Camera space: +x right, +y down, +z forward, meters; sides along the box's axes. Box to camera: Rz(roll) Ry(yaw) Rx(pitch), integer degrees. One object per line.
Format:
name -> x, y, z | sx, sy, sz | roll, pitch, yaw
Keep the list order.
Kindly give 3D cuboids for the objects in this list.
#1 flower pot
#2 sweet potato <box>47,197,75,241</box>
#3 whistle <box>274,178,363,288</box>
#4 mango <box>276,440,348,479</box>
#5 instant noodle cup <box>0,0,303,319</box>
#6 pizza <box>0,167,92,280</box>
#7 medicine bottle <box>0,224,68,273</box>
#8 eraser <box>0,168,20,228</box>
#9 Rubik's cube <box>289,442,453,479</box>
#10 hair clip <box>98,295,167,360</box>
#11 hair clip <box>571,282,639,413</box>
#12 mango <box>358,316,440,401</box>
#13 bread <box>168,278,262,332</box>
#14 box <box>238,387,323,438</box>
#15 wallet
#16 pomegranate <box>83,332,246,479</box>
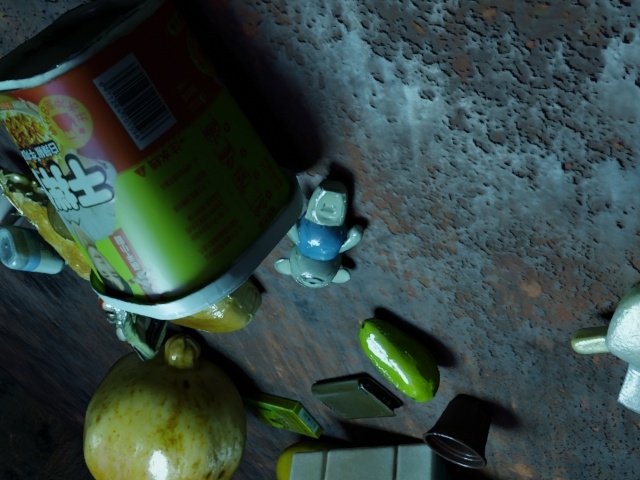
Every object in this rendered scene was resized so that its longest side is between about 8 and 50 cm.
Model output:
flower pot -> 0.238, 0.312, 1.270 | 0.111, 0.089, 0.111 | 23, 151, 14
sweet potato -> -0.343, -0.093, 1.174 | 0.130, 0.131, 0.422 | 36, 150, -7
whistle -> 0.000, 0.000, 1.038 | 0.113, 0.077, 0.236 | 11, 147, -2
mango -> 0.004, 0.560, 1.837 | 0.175, 0.139, 0.254 | 40, 145, -28
instant noodle cup -> -0.210, -0.111, 0.901 | 0.293, 0.294, 0.308 | 5, 134, 40
pizza -> -0.478, -0.050, 1.434 | 0.287, 0.075, 0.280 | 43, 146, -15
medicine bottle -> -0.560, 0.022, 1.543 | 0.053, 0.090, 0.208 | -28, 164, 17
eraser -> -0.730, -0.070, 1.564 | 0.331, 0.150, 0.331 | 22, 149, 14
Rubik's cube -> 0.118, 0.631, 1.561 | 0.318, 0.316, 0.322 | -8, 135, 19
hair clip -> -0.375, 0.135, 1.517 | 0.091, 0.138, 0.321 | 10, 154, 3
hair clip -> 0.372, 0.121, 0.877 | 0.159, 0.071, 0.219 | 18, 144, 29
mango -> 0.127, 0.180, 1.197 | 0.165, 0.074, 0.091 | 51, 154, -8
bread -> -0.220, 0.096, 1.367 | 0.236, 0.106, 0.140 | 2, 142, 44
box -> -0.099, 0.408, 1.812 | 0.193, 0.030, 0.121 | 4, 141, 41
wallet -> 0.066, 0.308, 1.494 | 0.110, 0.031, 0.198 | 39, 151, -14
pomegranate -> -0.340, 0.396, 1.728 | 0.410, 0.410, 0.410 | 24, 150, 15
